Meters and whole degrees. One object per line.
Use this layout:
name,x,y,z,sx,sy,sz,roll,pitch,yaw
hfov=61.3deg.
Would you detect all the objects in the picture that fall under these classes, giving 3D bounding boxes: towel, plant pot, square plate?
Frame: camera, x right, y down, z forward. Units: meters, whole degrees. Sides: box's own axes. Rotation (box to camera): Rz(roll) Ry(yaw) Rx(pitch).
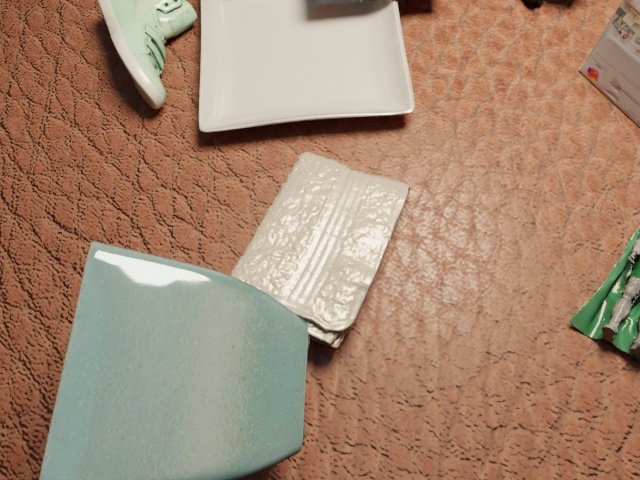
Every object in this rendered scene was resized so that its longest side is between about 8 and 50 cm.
towel,0.000,0.000,0.780,0.187,0.049,0.282,20,64,10
plant pot,-0.150,0.168,0.640,0.253,0.247,0.247,7,68,-13
square plate,-0.033,-0.338,0.932,0.348,0.049,0.343,-5,68,2

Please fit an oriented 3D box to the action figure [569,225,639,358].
action figure,0.459,0.047,0.744,0.137,0.063,0.232,29,69,17

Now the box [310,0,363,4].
box,0.091,-0.490,0.938,0.233,0.044,0.159,-4,66,0

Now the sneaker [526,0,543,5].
sneaker,0.441,-0.479,0.909,0.234,0.078,0.106,-23,78,33

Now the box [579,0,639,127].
box,0.483,-0.274,0.799,0.038,0.186,0.145,-31,70,-11

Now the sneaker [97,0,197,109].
sneaker,-0.276,-0.351,0.929,0.151,0.094,0.255,-23,70,-9
